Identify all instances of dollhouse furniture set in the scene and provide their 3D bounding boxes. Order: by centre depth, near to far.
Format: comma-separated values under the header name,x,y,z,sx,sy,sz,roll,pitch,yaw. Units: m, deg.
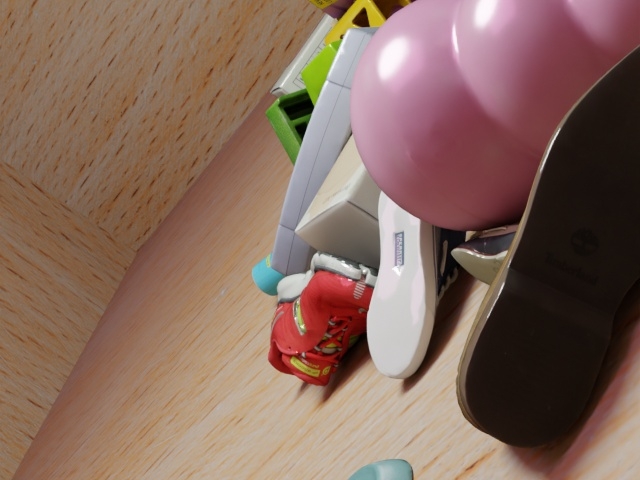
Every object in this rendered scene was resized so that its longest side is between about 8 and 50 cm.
name,x,y,z,sx,sy,sz,roll,pitch,yaw
dollhouse furniture set,0.108,-0.198,1.663,0.301,0.151,0.197,-25,-9,-40

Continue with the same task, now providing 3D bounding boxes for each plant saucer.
name,x,y,z,sx,sy,sz,roll,pitch,yaw
plant saucer,0.027,0.218,0.945,0.119,0.021,0.119,-52,12,15

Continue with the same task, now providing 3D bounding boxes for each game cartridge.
name,x,y,z,sx,sy,sz,roll,pitch,yaw
game cartridge,0.029,-0.103,1.420,0.198,0.062,0.297,-37,-33,-69

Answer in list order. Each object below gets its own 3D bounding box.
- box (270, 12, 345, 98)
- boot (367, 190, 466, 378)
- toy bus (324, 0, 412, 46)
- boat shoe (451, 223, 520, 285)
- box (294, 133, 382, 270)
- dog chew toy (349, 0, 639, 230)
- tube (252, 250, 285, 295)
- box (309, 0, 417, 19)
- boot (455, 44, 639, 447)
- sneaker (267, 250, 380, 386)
name,x,y,z,sx,sy,sz,roll,pitch,yaw
box,0.045,-0.303,2.030,0.232,0.149,0.127,-55,11,-3
boot,0.097,0.036,1.098,0.069,0.086,0.190,-6,72,42
toy bus,0.060,-0.296,1.819,0.202,0.104,0.191,-33,-11,-3
boat shoe,0.151,0.008,0.978,0.043,0.049,0.137,-54,14,-14
box,0.114,-0.110,1.276,0.311,0.121,0.148,-60,13,-26
dog chew toy,0.176,-0.142,0.964,0.332,0.206,0.206,-32,24,42
tube,-0.009,0.001,1.656,0.207,0.052,0.080,-40,28,30
box,0.103,-0.436,1.820,0.243,0.117,0.213,-24,-15,19
boot,0.176,-0.008,0.813,0.305,0.112,0.115,-58,1,-6
sneaker,0.013,0.090,1.234,0.279,0.107,0.118,139,150,-70
